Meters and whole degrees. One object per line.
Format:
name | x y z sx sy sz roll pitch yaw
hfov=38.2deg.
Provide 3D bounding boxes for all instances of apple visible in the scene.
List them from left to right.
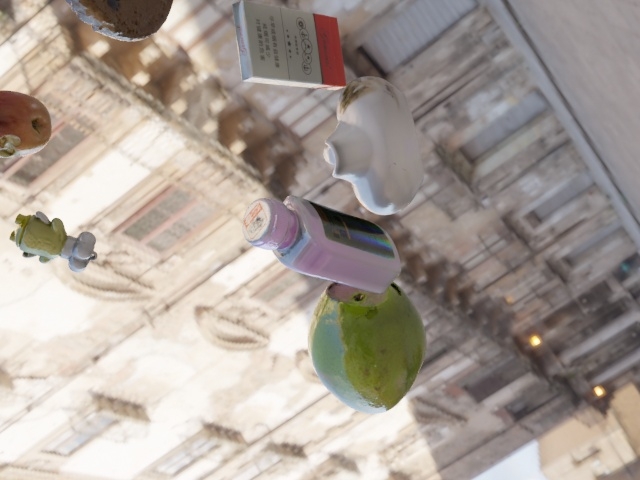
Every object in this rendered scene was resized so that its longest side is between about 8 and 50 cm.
apple | -0.774 -0.289 2.322 0.199 0.199 0.199 49 -164 -19

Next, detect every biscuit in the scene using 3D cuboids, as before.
biscuit | -0.367 -0.494 1.636 0.296 0.075 0.296 3 -93 -57

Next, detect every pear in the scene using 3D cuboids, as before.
pear | 0.071 0.166 1.384 0.187 0.187 0.219 -83 -11 -68

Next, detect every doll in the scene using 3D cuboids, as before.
doll | -0.496 0.004 1.729 0.162 0.106 0.062 22 -151 -11

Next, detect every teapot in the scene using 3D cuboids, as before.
teapot | 0.072 -0.136 1.363 0.298 0.139 0.204 -32 -73 -87

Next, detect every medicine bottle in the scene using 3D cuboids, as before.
medicine bottle | 0.000 0.000 1.204 0.219 0.078 0.115 17 -149 -40

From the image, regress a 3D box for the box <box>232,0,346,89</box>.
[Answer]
box | -0.051 -0.342 1.637 0.245 0.035 0.139 -7 -93 -49
